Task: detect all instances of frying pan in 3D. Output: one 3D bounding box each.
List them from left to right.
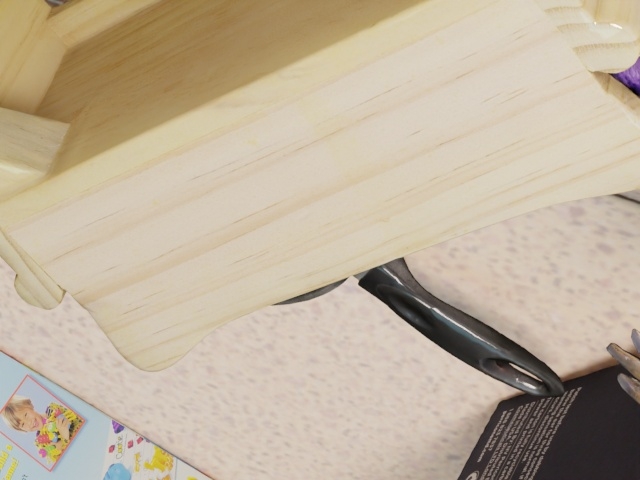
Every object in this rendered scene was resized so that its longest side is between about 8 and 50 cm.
[{"bbox_3d":[-0.001,-0.019,1.113,0.326,0.053,0.197,14,142,8],"label":"frying pan"}]

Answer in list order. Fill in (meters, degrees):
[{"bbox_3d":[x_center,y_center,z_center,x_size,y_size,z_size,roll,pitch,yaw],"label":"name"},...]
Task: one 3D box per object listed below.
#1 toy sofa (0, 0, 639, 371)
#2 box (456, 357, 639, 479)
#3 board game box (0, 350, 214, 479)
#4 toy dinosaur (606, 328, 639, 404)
[{"bbox_3d":[-0.005,-0.086,0.915,0.362,0.150,0.177,-22,124,34],"label":"toy sofa"},{"bbox_3d":[0.280,0.234,1.125,0.343,0.179,0.312,44,146,-16],"label":"box"},{"bbox_3d":[-0.196,0.219,1.430,0.275,0.144,0.142,34,142,-15],"label":"board game box"},{"bbox_3d":[0.217,0.014,0.868,0.127,0.200,0.295,22,-172,14],"label":"toy dinosaur"}]
